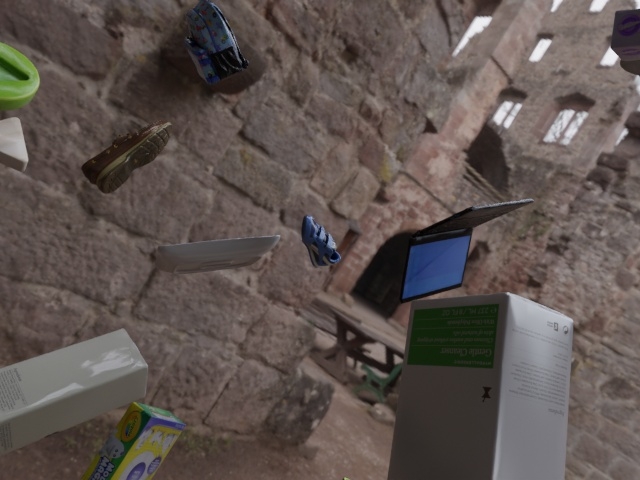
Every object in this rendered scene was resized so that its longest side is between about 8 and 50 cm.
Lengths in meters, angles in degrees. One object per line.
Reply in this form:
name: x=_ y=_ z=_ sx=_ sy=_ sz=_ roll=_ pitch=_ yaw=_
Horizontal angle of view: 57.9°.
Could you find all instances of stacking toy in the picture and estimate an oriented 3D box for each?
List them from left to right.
stacking toy: x=-0.562 y=-0.182 z=0.810 sx=0.279 sy=0.130 sz=0.309 roll=11 pitch=48 yaw=-35

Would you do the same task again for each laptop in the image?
laptop: x=0.317 y=0.024 z=1.266 sx=0.234 sy=0.137 sz=0.264 roll=-9 pitch=-13 yaw=-41

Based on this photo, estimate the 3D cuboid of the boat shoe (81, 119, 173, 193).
boat shoe: x=-0.319 y=-0.153 z=0.963 sx=0.060 sy=0.178 sz=0.064 roll=35 pitch=-34 yaw=8

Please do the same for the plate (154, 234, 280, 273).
plate: x=-0.257 y=0.042 z=1.412 sx=0.277 sy=0.045 sz=0.278 roll=-6 pitch=-8 yaw=-19

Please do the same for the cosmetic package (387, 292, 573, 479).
cosmetic package: x=0.217 y=0.272 z=0.799 sx=0.155 sy=0.366 sz=0.197 roll=22 pitch=-21 yaw=-29

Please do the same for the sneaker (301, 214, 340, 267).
sneaker: x=0.000 y=0.000 z=1.194 sx=0.059 sy=0.053 sz=0.144 roll=-1 pitch=-39 yaw=22

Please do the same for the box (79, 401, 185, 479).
box: x=-0.266 y=0.311 z=0.775 sx=0.043 sy=0.179 sz=0.105 roll=29 pitch=-13 yaw=24

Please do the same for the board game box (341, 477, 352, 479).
board game box: x=0.053 y=0.534 z=1.039 sx=0.043 sy=0.092 sz=0.181 roll=29 pitch=16 yaw=-24

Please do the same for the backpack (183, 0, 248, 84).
backpack: x=-0.273 y=-0.495 z=1.422 sx=0.158 sy=0.117 sz=0.173 roll=52 pitch=-12 yaw=44

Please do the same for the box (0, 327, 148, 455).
box: x=-0.447 y=0.256 z=0.989 sx=0.275 sy=0.094 sz=0.113 roll=-15 pitch=45 yaw=-37

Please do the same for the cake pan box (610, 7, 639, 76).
cake pan box: x=0.624 y=-0.309 z=0.913 sx=0.267 sy=0.070 sz=0.245 roll=10 pitch=2 yaw=41
